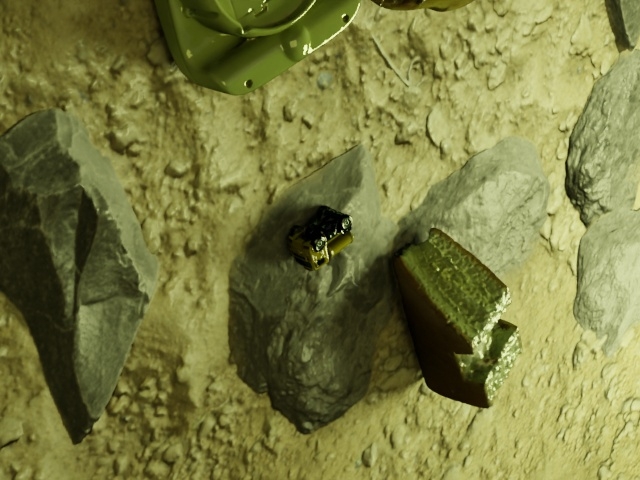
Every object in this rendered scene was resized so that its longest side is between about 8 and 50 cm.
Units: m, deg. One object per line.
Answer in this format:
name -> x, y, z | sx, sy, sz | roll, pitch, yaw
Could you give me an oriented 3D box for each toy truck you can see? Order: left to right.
toy truck -> 0.000, 0.000, 1.875 | 0.083, 0.049, 0.054 | -36, 130, -30

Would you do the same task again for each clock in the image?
clock -> -0.086, -0.334, 1.621 | 0.235, 0.096, 0.308 | -37, 128, -26

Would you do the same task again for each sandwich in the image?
sandwich -> 0.191, 0.106, 2.050 | 0.122, 0.128, 0.236 | -48, 134, -30

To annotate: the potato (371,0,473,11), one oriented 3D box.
potato -> 0.148, -0.379, 1.778 | 0.296, 0.141, 0.192 | -36, 101, -32
